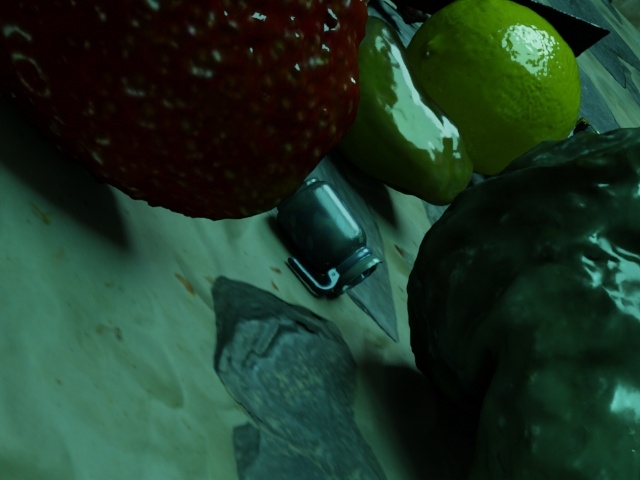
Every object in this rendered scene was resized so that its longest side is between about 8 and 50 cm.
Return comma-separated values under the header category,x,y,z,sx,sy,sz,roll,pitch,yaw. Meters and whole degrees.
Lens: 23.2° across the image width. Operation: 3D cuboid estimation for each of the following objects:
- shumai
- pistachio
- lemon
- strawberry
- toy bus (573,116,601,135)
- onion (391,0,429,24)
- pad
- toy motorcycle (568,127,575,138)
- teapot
category,x,y,z,sx,sy,sz,roll,pitch,yaw
shumai,0.213,0.105,1.069,0.309,0.304,0.263,31,38,-38
pistachio,0.055,-0.105,1.373,0.110,0.100,0.189,-16,74,-44
lemon,0.176,-0.155,1.595,0.203,0.178,0.178,28,28,-37
strawberry,-0.087,-0.145,0.928,0.277,0.257,0.257,59,19,-4
toy bus,0.375,-0.083,2.046,0.162,0.069,0.074,48,18,-2
onion,0.071,-0.353,1.817,0.218,0.140,0.195,50,13,-8
pad,0.144,-0.257,1.656,0.299,0.005,0.202,21,-6,-4
toy motorcycle,0.212,-0.132,1.749,0.260,0.110,0.171,47,31,9
teapot,0.003,-0.003,1.138,0.083,0.049,0.063,53,20,9
